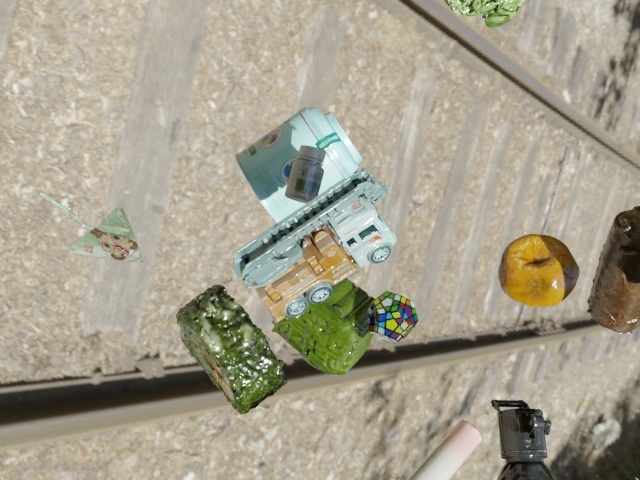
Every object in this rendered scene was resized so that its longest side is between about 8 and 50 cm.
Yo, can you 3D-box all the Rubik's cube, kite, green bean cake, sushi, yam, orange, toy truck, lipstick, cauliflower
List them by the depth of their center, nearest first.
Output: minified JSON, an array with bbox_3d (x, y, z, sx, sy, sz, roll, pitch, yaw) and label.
[{"bbox_3d":[0.000,0.000,1.354,0.338,0.133,0.184,-34,140,3],"label":"toy truck"},{"bbox_3d":[0.624,0.061,1.388,0.131,0.131,0.279,-47,147,-32],"label":"yam"},{"bbox_3d":[-0.465,-0.020,1.393,0.250,0.229,0.012,40,41,-27],"label":"kite"},{"bbox_3d":[0.388,-0.585,1.501,0.272,0.275,0.250,-90,159,-52],"label":"cauliflower"},{"bbox_3d":[0.179,0.193,1.720,0.112,0.133,0.133,-2,110,-23],"label":"Rubik's cube"},{"bbox_3d":[0.328,0.650,1.938,0.327,0.087,0.087,-38,135,-28],"label":"lipstick"},{"bbox_3d":[-0.259,0.300,1.943,0.178,0.352,0.294,-35,160,-21],"label":"sushi"},{"bbox_3d":[0.690,0.110,2.189,0.249,0.249,0.183,-56,145,-21],"label":"orange"},{"bbox_3d":[0.019,0.275,2.320,0.218,0.319,0.335,-42,156,-38],"label":"green bean cake"}]

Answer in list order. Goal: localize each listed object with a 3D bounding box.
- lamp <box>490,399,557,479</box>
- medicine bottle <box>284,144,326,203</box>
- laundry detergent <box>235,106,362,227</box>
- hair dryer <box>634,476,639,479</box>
[{"bbox_3d":[0.437,0.445,1.463,0.172,0.147,0.227,103,-13,-69],"label":"lamp"},{"bbox_3d":[-0.033,-0.158,1.646,0.080,0.080,0.130,19,86,-56],"label":"medicine bottle"},{"bbox_3d":[-0.048,-0.224,2.032,0.305,0.287,0.287,-34,143,5],"label":"laundry detergent"},{"bbox_3d":[0.762,0.599,1.587,0.063,0.114,0.037,-39,171,27],"label":"hair dryer"}]
